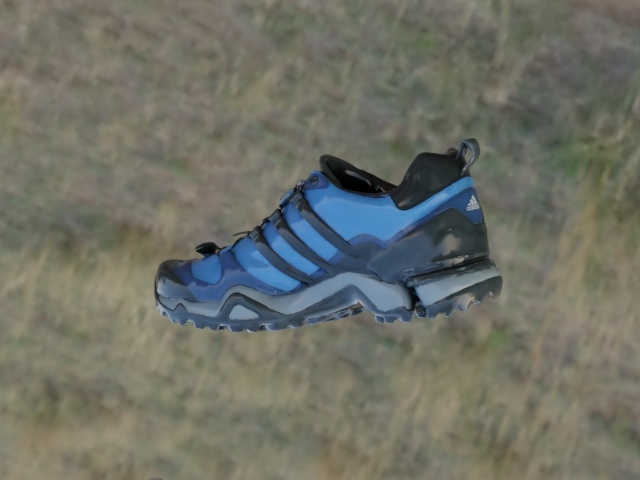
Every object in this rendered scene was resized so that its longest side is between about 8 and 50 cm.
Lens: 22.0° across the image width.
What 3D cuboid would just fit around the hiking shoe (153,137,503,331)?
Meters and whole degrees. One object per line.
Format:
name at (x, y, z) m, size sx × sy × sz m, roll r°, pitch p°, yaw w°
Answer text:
hiking shoe at (0.000, 0.000, 1.296) m, size 0.304 × 0.132 × 0.113 m, roll -6°, pitch -179°, yaw 28°

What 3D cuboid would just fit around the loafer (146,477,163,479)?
loafer at (-0.143, 0.209, 1.154) m, size 0.125 × 0.045 × 0.039 m, roll -36°, pitch 107°, yaw 26°
